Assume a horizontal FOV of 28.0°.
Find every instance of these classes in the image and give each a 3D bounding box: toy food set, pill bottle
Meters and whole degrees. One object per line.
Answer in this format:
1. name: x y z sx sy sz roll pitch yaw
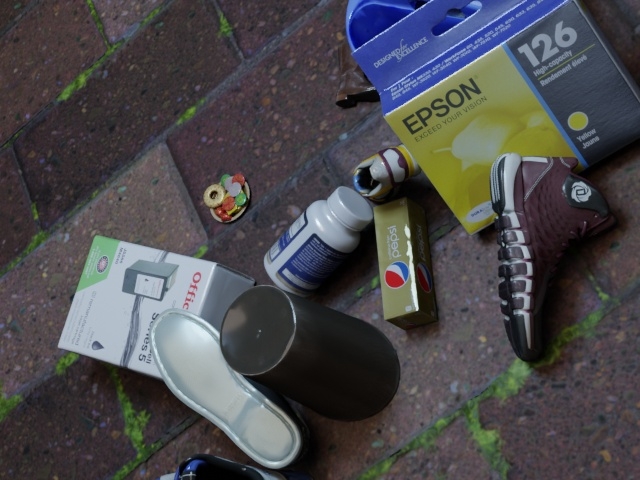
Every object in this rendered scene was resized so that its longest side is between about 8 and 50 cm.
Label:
1. toy food set: -0.151 -0.071 2.113 0.082 0.020 0.083 -38 55 16
2. pill bottle: 0.000 0.000 1.917 0.169 0.094 0.094 -46 52 28

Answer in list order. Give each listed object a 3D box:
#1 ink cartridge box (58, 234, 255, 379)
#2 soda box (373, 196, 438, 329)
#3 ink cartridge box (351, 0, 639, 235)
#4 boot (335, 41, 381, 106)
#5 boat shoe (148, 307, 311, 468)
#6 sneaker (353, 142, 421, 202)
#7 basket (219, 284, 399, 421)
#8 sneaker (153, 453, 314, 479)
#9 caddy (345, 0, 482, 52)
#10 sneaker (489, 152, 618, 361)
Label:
1. ink cartridge box: -0.263 0.118 2.054 0.272 0.114 0.198 11 79 36
2. soda box: 0.123 0.033 1.863 0.058 0.061 0.181 -19 62 28
3. ink cartridge box: 0.247 -0.202 1.737 0.303 0.307 0.072 -31 23 21
4. boot: 0.070 -0.275 2.038 0.106 0.037 0.114 -8 63 29
5. boat shoe: -0.134 0.221 1.882 0.114 0.091 0.302 -43 71 4
6. sneaker: 0.078 -0.093 1.876 0.083 0.185 0.070 -22 82 -19
7. basket: -0.028 0.154 1.813 0.204 0.227 0.154 22 85 38
8. sneaker: -0.178 0.369 1.858 0.315 0.182 0.128 -12 63 29
9. caddy: 0.197 -0.328 1.881 0.341 0.179 0.241 18 83 37
10. sneaker: 0.322 0.017 1.717 0.162 0.106 0.282 -5 92 -4
